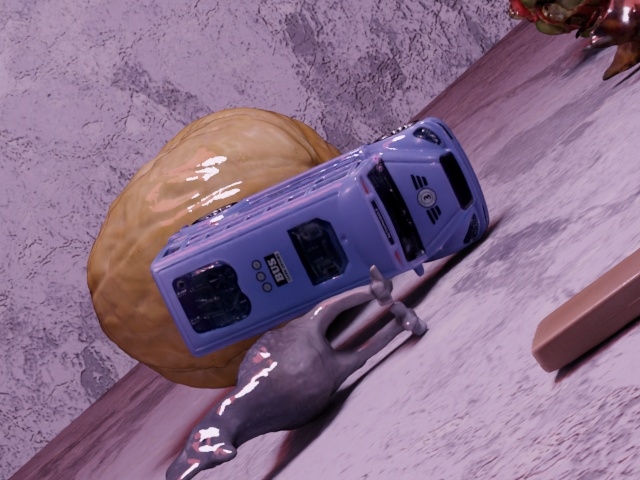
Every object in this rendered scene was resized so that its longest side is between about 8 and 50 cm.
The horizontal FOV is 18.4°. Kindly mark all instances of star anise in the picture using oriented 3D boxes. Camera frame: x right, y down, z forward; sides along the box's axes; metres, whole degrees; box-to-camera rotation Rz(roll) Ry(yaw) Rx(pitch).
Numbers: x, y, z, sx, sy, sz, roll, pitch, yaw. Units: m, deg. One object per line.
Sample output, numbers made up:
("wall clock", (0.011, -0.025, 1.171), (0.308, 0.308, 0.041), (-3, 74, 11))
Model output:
("star anise", (0.362, -0.256, 1.916), (0.272, 0.102, 0.272), (-43, -23, -23))

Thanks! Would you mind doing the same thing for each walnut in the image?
("walnut", (-0.096, 0.015, 2.025), (0.313, 0.252, 0.277), (-39, 7, 29))

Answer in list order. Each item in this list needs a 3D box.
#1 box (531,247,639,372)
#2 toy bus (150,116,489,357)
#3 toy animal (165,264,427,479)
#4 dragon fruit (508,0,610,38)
("box", (0.171, 0.033, 1.128), (0.115, 0.025, 0.048), (-39, 10, 23))
("toy bus", (0.000, 0.000, 1.787), (0.292, 0.125, 0.133), (-23, 8, 18))
("toy animal", (-0.007, 0.096, 1.624), (0.206, 0.081, 0.367), (-37, 2, 22))
("dragon fruit", (0.320, -0.360, 2.317), (0.237, 0.231, 0.303), (-31, 11, -22))
